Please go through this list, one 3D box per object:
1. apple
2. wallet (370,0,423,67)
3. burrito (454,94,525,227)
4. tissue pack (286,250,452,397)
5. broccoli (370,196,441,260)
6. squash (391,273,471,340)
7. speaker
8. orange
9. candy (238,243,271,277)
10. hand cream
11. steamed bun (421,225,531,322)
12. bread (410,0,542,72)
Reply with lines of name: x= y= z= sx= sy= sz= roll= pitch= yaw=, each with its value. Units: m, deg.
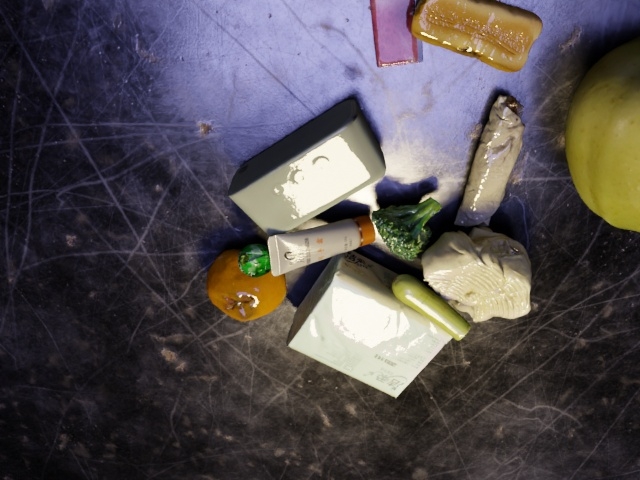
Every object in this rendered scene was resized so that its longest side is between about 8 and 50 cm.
apple: x=0.789 y=-0.232 z=1.168 sx=0.474 sy=0.473 sz=0.473 roll=2 pitch=120 yaw=4
wallet: x=0.184 y=-0.545 z=1.276 sx=0.119 sy=0.025 sz=0.232 roll=-5 pitch=118 yaw=9
burrito: x=0.466 y=-0.198 z=1.423 sx=0.117 sy=0.076 sz=0.392 roll=4 pitch=122 yaw=-8
tissue pack: x=0.150 y=0.255 z=1.632 sx=0.405 sy=0.205 sz=0.331 roll=27 pitch=119 yaw=-11
broccoli: x=0.259 y=-0.043 z=1.475 sx=0.194 sy=0.194 sz=0.220 roll=-28 pitch=143 yaw=19
squash: x=0.307 y=0.184 z=1.485 sx=0.250 sy=0.083 sz=0.083 roll=38 pitch=117 yaw=-1
speaker: x=-0.032 y=-0.185 z=1.416 sx=0.406 sy=0.183 sz=0.184 roll=-28 pitch=119 yaw=19
orange: x=-0.232 y=0.135 z=1.610 sx=0.249 sy=0.183 sz=0.249 roll=2 pitch=120 yaw=3
candy: x=-0.087 y=0.041 z=1.547 sx=0.324 sy=0.097 sz=0.097 roll=-8 pitch=125 yaw=-29
hand cream: x=0.000 y=0.000 z=1.495 sx=0.314 sy=0.089 sz=0.139 roll=-17 pitch=128 yaw=-14
steamed bun: x=0.455 y=0.078 z=1.509 sx=0.320 sy=0.206 sz=0.275 roll=37 pitch=133 yaw=-22
bread: x=0.364 y=-0.505 z=1.239 sx=0.305 sy=0.091 sz=0.142 roll=16 pitch=113 yaw=-9
